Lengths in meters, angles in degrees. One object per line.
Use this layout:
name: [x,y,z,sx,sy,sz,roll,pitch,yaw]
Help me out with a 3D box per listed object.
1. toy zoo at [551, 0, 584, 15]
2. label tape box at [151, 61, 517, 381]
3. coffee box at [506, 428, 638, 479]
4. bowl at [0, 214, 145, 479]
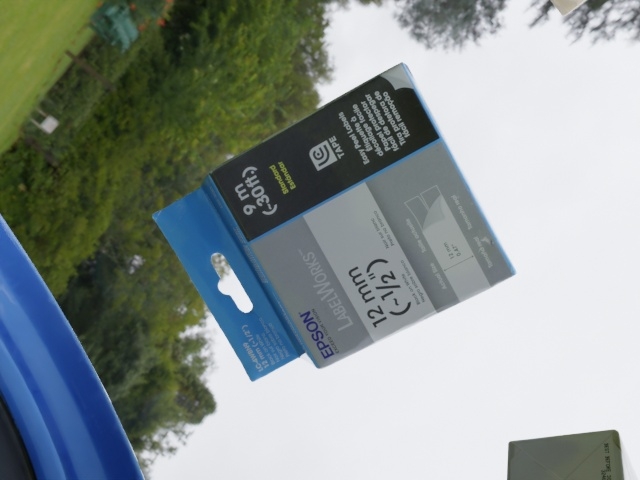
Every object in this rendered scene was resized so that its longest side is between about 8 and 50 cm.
toy zoo: [0.149,-0.321,0.628,0.030,0.192,0.293,-36,-158,26]
label tape box: [0.000,0.000,0.784,0.348,0.249,0.115,-28,-175,10]
coffee box: [0.293,0.360,0.726,0.119,0.297,0.168,-15,-149,27]
bowl: [-0.212,0.056,0.390,0.077,0.391,0.391,-31,-163,-12]
